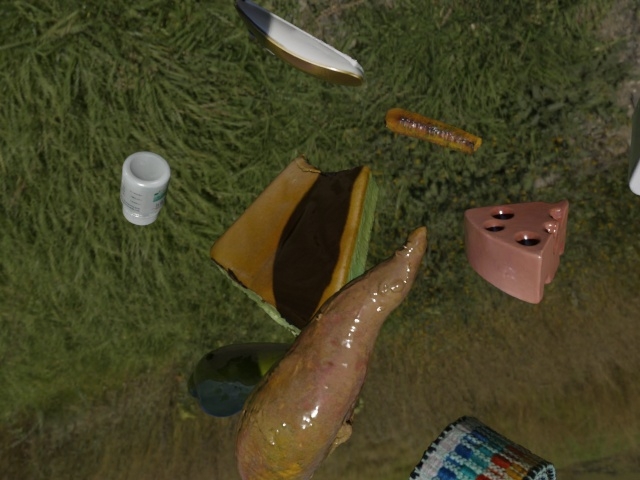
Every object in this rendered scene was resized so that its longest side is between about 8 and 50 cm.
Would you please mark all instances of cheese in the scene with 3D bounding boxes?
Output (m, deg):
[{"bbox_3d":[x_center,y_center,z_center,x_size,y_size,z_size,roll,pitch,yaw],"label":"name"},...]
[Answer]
[{"bbox_3d":[0.382,0.027,1.155,0.203,0.177,0.128,-5,124,4],"label":"cheese"}]

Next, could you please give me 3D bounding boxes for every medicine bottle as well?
[{"bbox_3d":[-0.311,-0.089,1.094,0.080,0.080,0.130,12,144,-13],"label":"medicine bottle"}]

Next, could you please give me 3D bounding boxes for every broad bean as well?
[{"bbox_3d":[-0.098,0.193,0.871,0.174,0.124,0.082,-5,113,-16],"label":"broad bean"}]

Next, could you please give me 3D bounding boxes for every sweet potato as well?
[{"bbox_3d":[-0.002,0.086,0.375,0.068,0.068,0.226,21,110,-25],"label":"sweet potato"}]

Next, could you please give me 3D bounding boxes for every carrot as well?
[{"bbox_3d":[0.296,-0.287,1.641,0.260,0.070,0.070,23,151,17],"label":"carrot"}]

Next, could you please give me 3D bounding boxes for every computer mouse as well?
[{"bbox_3d":[-0.039,-0.316,1.022,0.245,0.056,0.126,32,-173,4],"label":"computer mouse"}]

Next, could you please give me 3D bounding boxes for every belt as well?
[{"bbox_3d":[0.197,0.351,0.789,0.150,0.207,0.257,29,149,37],"label":"belt"}]

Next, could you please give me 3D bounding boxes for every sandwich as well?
[{"bbox_3d":[0.000,0.000,0.732,0.245,0.212,0.063,33,167,41],"label":"sandwich"}]

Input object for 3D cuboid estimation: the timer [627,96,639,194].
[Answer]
[{"bbox_3d":[0.549,-0.171,0.841,0.192,0.195,0.194,15,141,15],"label":"timer"}]
